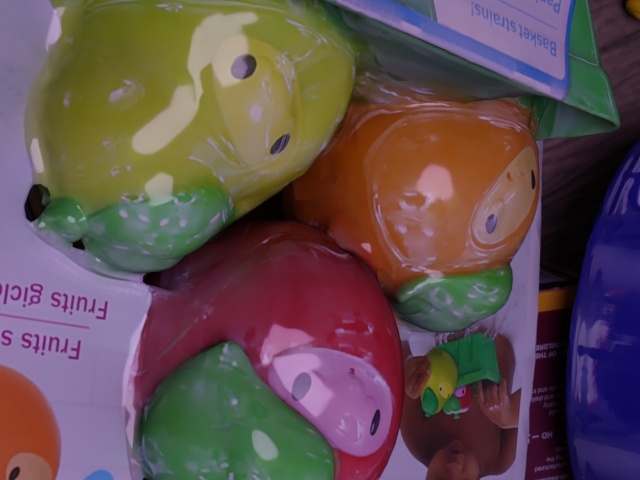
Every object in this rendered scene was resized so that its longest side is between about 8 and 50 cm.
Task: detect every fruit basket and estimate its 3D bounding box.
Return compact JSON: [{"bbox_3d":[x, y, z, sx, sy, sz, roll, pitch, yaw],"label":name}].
[{"bbox_3d":[0.000,0.000,0.460,0.327,0.165,0.353,14,73,-43],"label":"fruit basket"}]

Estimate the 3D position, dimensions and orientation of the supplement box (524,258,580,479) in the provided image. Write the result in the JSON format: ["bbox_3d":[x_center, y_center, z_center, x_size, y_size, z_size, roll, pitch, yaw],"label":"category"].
[{"bbox_3d":[0.105,0.108,0.710,0.081,0.104,0.188,-6,103,-21],"label":"supplement box"}]

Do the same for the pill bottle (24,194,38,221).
[{"bbox_3d":[-0.200,0.008,0.540,0.152,0.152,0.272,-22,108,-16],"label":"pill bottle"}]

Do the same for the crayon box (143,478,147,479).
[{"bbox_3d":[-0.063,0.228,0.629,0.202,0.081,0.318,16,95,-60],"label":"crayon box"}]

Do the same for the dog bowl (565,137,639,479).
[{"bbox_3d":[0.244,0.059,0.692,0.265,0.104,0.265,-13,107,-52],"label":"dog bowl"}]

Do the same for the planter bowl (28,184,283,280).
[{"bbox_3d":[-0.058,-0.063,0.609,0.217,0.090,0.217,-8,106,-29],"label":"planter bowl"}]

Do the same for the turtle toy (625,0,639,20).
[{"bbox_3d":[0.194,-0.190,0.702,0.130,0.066,0.095,30,89,-25],"label":"turtle toy"}]
